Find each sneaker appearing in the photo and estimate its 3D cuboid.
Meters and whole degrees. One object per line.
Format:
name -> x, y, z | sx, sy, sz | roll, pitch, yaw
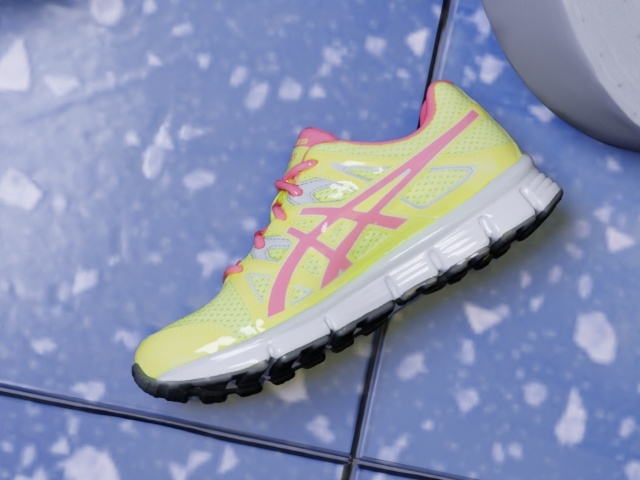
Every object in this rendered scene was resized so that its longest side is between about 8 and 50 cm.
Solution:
sneaker -> 0.000, 0.000, 0.833 | 0.208, 0.081, 0.094 | -30, 83, -12

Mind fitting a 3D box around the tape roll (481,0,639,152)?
tape roll -> 0.178, -0.143, 0.815 | 0.219, 0.072, 0.219 | -4, 100, -23
